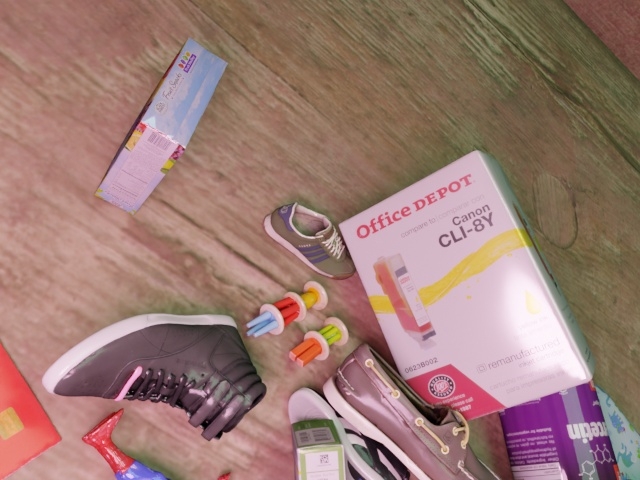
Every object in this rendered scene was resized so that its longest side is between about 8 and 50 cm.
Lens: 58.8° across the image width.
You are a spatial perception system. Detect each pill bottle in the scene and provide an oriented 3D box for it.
[{"bbox_3d":[0.434,0.382,1.035,0.182,0.181,0.322,9,63,-33],"label":"pill bottle"}]

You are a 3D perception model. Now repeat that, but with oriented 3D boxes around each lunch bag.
[{"bbox_3d":[0.578,0.427,1.179,0.219,0.090,0.176,50,47,-4],"label":"lunch bag"}]

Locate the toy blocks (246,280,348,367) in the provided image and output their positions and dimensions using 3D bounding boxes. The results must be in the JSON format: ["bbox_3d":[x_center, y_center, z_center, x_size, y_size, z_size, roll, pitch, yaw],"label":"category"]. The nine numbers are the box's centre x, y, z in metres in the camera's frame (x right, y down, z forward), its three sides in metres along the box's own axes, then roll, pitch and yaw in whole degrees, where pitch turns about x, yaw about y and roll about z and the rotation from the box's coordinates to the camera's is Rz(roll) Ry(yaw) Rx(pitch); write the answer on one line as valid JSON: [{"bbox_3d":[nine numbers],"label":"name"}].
[{"bbox_3d":[-0.039,0.144,0.895,0.148,0.054,0.123,-25,83,-41],"label":"toy blocks"}]

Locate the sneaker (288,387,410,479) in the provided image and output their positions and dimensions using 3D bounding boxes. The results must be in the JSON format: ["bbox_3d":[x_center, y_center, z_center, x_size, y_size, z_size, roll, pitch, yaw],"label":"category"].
[{"bbox_3d":[0.047,0.304,0.874,0.217,0.079,0.121,50,27,10],"label":"sneaker"}]

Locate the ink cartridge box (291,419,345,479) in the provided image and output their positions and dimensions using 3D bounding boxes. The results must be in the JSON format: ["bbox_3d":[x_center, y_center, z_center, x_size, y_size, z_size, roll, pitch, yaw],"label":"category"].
[{"bbox_3d":[0.001,0.358,0.754,0.062,0.109,0.209,-4,90,-6],"label":"ink cartridge box"}]

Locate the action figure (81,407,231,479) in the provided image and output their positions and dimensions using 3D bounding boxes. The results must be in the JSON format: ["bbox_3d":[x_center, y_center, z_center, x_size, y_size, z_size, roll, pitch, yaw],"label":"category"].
[{"bbox_3d":[-0.147,0.305,0.705,0.139,0.091,0.280,-39,92,-32],"label":"action figure"}]

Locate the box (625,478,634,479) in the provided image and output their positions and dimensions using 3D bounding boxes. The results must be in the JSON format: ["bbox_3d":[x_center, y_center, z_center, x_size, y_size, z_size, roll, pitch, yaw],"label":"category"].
[{"bbox_3d":[0.679,0.667,0.798,0.297,0.480,0.471,36,66,-19],"label":"box"}]

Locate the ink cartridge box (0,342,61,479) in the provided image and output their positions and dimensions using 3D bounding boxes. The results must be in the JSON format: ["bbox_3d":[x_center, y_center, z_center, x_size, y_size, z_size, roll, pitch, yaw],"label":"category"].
[{"bbox_3d":[-0.454,0.159,0.576,0.261,0.066,0.296,-32,89,-41],"label":"ink cartridge box"}]

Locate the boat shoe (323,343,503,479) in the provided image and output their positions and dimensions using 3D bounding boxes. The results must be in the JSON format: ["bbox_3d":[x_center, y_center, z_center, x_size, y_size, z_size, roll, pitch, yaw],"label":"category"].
[{"bbox_3d":[0.158,0.284,0.842,0.324,0.096,0.116,38,9,4],"label":"boat shoe"}]

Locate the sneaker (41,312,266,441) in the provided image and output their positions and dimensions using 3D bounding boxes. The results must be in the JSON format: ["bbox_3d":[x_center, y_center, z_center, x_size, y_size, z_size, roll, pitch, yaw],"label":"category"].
[{"bbox_3d":[-0.171,0.173,0.683,0.147,0.104,0.296,50,22,23],"label":"sneaker"}]

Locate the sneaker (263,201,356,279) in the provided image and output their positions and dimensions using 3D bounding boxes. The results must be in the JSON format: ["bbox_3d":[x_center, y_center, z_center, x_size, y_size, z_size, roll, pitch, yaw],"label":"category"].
[{"bbox_3d":[0.000,0.000,0.975,0.192,0.086,0.064,33,52,-19],"label":"sneaker"}]

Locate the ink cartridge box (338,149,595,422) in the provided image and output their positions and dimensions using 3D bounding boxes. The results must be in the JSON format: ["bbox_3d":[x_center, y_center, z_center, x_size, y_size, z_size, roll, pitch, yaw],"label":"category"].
[{"bbox_3d":[0.238,0.084,0.959,0.160,0.279,0.384,3,62,-62],"label":"ink cartridge box"}]

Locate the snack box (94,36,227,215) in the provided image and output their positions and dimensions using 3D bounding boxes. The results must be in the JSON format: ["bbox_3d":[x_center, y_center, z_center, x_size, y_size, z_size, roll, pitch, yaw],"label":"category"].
[{"bbox_3d":[-0.229,-0.156,0.807,0.070,0.207,0.174,30,52,-21],"label":"snack box"}]
